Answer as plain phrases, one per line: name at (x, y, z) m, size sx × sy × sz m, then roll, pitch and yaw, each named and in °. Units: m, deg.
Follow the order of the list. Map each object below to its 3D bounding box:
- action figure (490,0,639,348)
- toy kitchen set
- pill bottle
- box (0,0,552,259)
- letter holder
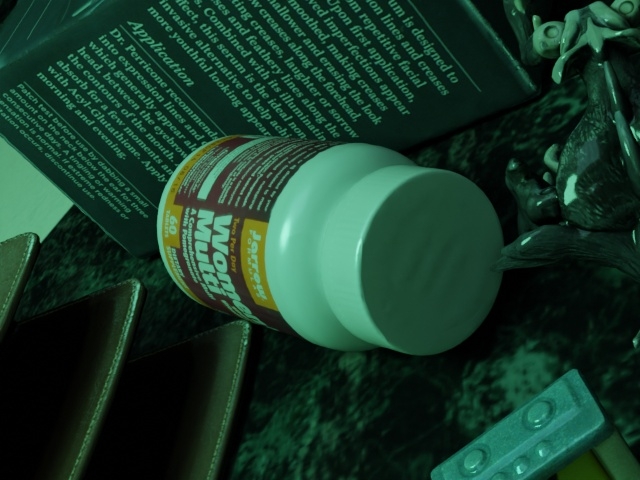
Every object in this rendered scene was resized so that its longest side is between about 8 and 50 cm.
action figure at (0.156, -0.068, 0.623) m, size 0.164 × 0.141 × 0.276 m, roll -22°, pitch 62°, yaw 22°
toy kitchen set at (0.064, 0.156, 0.461) m, size 0.166 × 0.122 × 0.207 m, roll -38°, pitch 30°, yaw 12°
pill bottle at (0.000, 0.000, 0.742) m, size 0.121 × 0.121 × 0.221 m, roll -54°, pitch 30°, yaw -15°
box at (-0.034, -0.203, 0.950) m, size 0.395 × 0.212 × 0.293 m, roll -21°, pitch 37°, yaw 35°
letter holder at (-0.185, 0.146, 0.765) m, size 0.214 × 0.152 × 0.302 m, roll -20°, pitch 38°, yaw 35°
